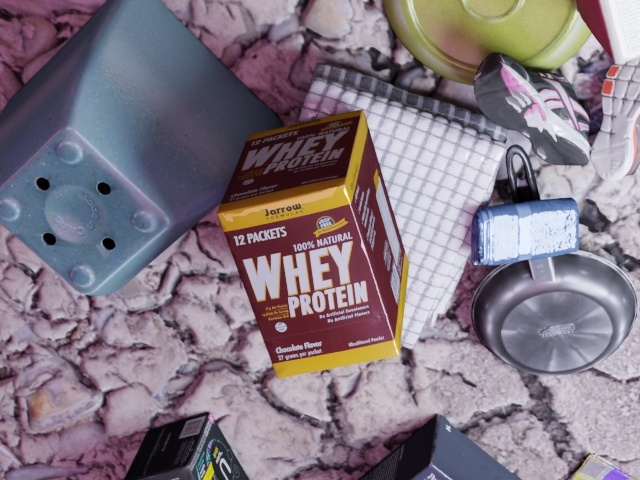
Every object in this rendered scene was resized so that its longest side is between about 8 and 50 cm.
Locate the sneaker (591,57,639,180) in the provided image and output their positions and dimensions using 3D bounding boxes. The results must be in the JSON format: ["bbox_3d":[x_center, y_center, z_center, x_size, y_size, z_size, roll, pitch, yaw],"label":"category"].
[{"bbox_3d":[0.339,-0.141,1.409,0.061,0.065,0.157,29,108,37],"label":"sneaker"}]

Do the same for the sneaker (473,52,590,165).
[{"bbox_3d":[0.228,-0.152,1.388,0.072,0.077,0.178,-5,149,40],"label":"sneaker"}]

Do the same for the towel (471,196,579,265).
[{"bbox_3d":[0.221,-0.011,1.414,0.120,0.029,0.067,-7,111,-15],"label":"towel"}]

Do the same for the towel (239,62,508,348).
[{"bbox_3d":[0.061,-0.039,1.478,0.235,0.121,0.283,18,119,-2],"label":"towel"}]

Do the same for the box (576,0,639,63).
[{"bbox_3d":[0.305,-0.311,1.235,0.149,0.126,0.232,-21,123,5],"label":"box"}]

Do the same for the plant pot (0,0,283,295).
[{"bbox_3d":[-0.226,-0.085,1.426,0.247,0.252,0.248,-39,107,26],"label":"plant pot"}]

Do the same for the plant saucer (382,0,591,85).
[{"bbox_3d":[0.179,-0.266,1.371,0.241,0.037,0.240,5,120,9],"label":"plant saucer"}]

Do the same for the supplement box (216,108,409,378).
[{"bbox_3d":[0.000,0.000,1.328,0.129,0.191,0.194,-12,116,13],"label":"supplement box"}]

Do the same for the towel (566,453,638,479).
[{"bbox_3d":[0.364,0.312,1.679,0.083,0.009,0.060,31,119,-7],"label":"towel"}]

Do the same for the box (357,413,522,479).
[{"bbox_3d":[0.136,0.351,1.688,0.153,0.108,0.207,38,119,-11],"label":"box"}]

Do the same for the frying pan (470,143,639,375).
[{"bbox_3d":[0.282,0.043,1.497,0.197,0.053,0.326,6,131,-1],"label":"frying pan"}]

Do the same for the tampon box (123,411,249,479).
[{"bbox_3d":[-0.166,0.334,1.727,0.102,0.120,0.161,-18,115,20],"label":"tampon box"}]
